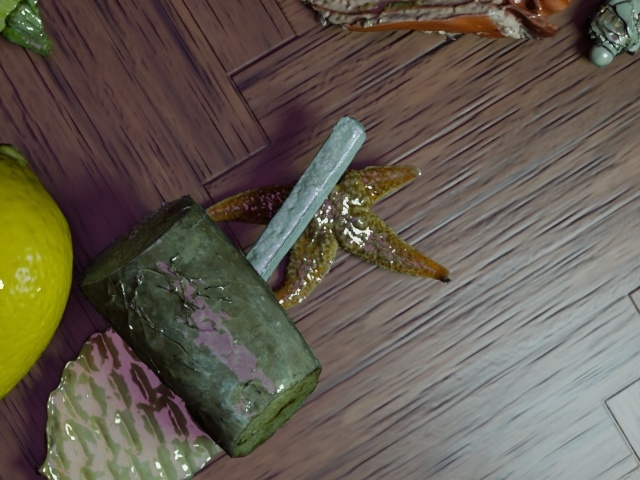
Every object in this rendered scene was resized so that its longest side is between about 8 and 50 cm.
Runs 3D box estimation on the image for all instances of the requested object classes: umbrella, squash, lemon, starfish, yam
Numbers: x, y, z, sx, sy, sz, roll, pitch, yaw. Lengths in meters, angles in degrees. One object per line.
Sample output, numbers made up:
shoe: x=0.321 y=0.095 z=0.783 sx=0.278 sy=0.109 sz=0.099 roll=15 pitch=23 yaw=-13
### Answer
umbrella: x=0.330 y=-0.247 z=1.411 sx=0.067 sy=0.062 sz=0.143 roll=37 pitch=83 yaw=-35
squash: x=-0.322 y=-0.238 z=1.319 sx=0.132 sy=0.105 sz=0.105 roll=24 pitch=86 yaw=-21
lemon: x=-0.366 y=0.049 z=1.220 sx=0.245 sy=0.245 sz=0.320 roll=33 pitch=83 yaw=-5
starfish: x=0.000 y=0.002 z=1.367 sx=0.247 sy=0.050 sz=0.138 roll=-12 pitch=88 yaw=4
yam: x=-0.112 y=0.078 z=1.264 sx=0.154 sy=0.154 sz=0.254 roll=-39 pitch=86 yaw=-6

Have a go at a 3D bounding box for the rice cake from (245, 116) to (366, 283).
rice cake: x=-0.021 y=-0.034 z=1.328 sx=0.033 sy=0.033 sz=0.208 roll=35 pitch=92 yaw=15

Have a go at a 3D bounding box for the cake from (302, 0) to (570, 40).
cake: x=0.119 y=-0.256 z=1.375 sx=0.287 sy=0.135 sz=0.098 roll=8 pitch=92 yaw=13

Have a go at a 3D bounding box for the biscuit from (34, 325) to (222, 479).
biscuit: x=-0.177 y=0.171 z=1.344 sx=0.273 sy=0.036 sz=0.187 roll=-44 pitch=94 yaw=-6
